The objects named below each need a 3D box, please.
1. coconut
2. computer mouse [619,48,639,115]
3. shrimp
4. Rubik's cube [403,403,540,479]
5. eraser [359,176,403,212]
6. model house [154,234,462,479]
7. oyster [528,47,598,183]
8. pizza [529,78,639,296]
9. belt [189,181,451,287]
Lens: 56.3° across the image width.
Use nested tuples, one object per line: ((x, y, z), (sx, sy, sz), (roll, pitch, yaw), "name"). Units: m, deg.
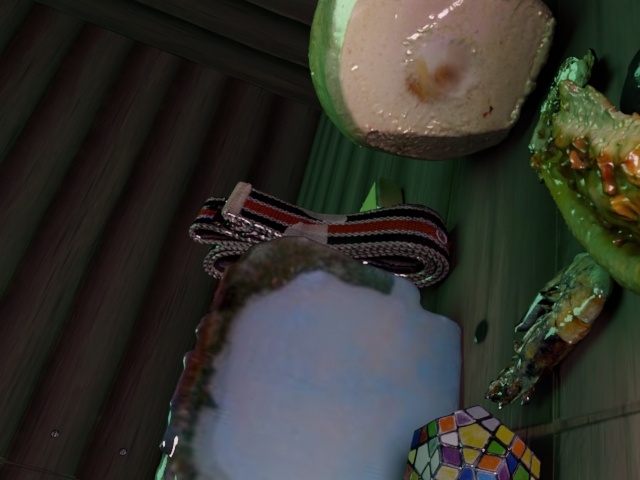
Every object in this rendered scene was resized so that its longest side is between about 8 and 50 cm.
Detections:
((0.126, -0.251, 0.781), (0.254, 0.297, 0.297), (-94, 25, -66), "coconut")
((0.256, -0.102, 0.406), (0.192, 0.062, 0.105), (-84, 16, -59), "computer mouse")
((0.196, 0.077, 0.513), (0.161, 0.034, 0.091), (-60, 1, 22), "shrimp")
((0.124, 0.191, 0.492), (0.111, 0.093, 0.111), (-162, 90, -82), "Rubik's cube")
((0.100, -0.022, 1.154), (0.117, 0.058, 0.172), (-84, 16, -53), "eraser")
((-0.034, 0.242, 0.725), (0.339, 0.297, 0.360), (115, 169, -50), "model house")
((0.248, -0.129, 0.613), (0.086, 0.029, 0.132), (-75, 5, -60), "oyster")
((0.206, -0.035, 0.423), (0.056, 0.134, 0.271), (-22, 32, 11), "pizza")
((0.000, 0.000, 0.840), (0.094, 0.360, 0.126), (-73, -13, -53), "belt")
